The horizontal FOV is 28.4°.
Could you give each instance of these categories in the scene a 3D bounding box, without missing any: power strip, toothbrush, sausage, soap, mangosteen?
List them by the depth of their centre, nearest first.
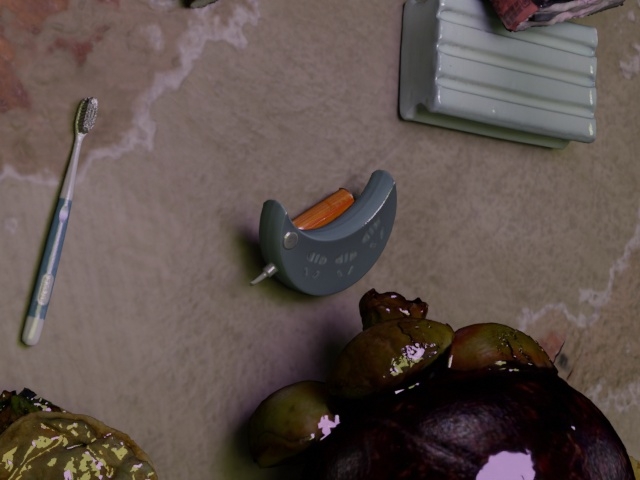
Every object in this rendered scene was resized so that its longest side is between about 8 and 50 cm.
[{"bbox_3d":[-0.274,-0.023,1.339,0.019,0.025,0.276,18,76,-30],"label":"toothbrush"},{"bbox_3d":[0.129,0.275,1.370,0.381,0.381,0.421,-43,96,-27],"label":"mangosteen"},{"bbox_3d":[0.000,0.000,1.466,0.216,0.044,0.137,-20,122,-38],"label":"power strip"},{"bbox_3d":[-0.007,-0.024,1.503,0.107,0.031,0.031,-35,104,-28],"label":"sausage"},{"bbox_3d":[0.233,-0.217,1.634,0.265,0.087,0.160,7,82,-31],"label":"soap"}]

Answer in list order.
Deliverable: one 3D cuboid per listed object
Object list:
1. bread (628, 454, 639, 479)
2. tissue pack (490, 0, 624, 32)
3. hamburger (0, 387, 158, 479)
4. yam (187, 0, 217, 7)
[{"bbox_3d":[0.348,0.366,1.644,0.138,0.102,0.196,37,67,-36],"label":"bread"},{"bbox_3d":[0.257,-0.433,1.600,0.245,0.123,0.332,-21,77,-33],"label":"tissue pack"},{"bbox_3d":[-0.274,0.263,1.274,0.206,0.130,0.183,27,70,-8],"label":"hamburger"},{"bbox_3d":[-0.159,-0.389,1.420,0.061,0.061,0.253,-22,98,-31],"label":"yam"}]
